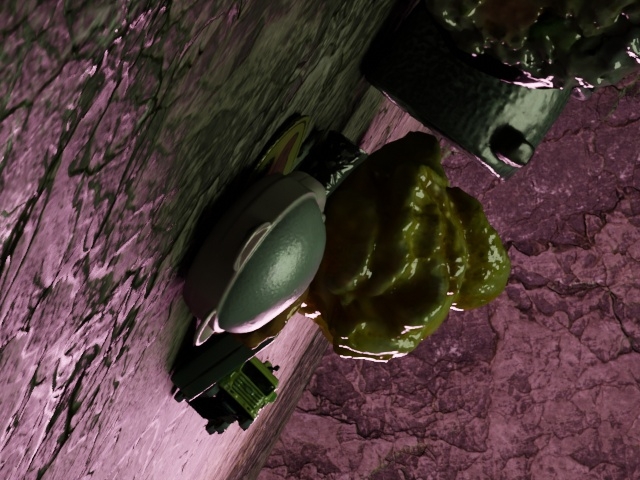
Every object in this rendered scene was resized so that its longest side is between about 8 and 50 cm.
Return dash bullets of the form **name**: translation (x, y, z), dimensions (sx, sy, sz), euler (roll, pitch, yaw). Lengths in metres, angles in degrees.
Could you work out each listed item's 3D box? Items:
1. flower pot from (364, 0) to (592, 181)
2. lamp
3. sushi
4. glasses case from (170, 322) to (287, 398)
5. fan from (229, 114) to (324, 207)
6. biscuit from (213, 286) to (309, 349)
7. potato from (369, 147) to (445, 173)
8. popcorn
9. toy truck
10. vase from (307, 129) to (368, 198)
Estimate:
- **flower pot**: translation (0.228, -0.258, 1.889), dimensions (0.283, 0.299, 0.299), euler (-52, 174, 3)
- **lamp**: translation (-0.052, 0.012, 1.539), dimensions (0.179, 0.108, 0.246), euler (-57, 175, 30)
- **sushi**: translation (0.286, -0.363, 1.642), dimensions (0.328, 0.328, 0.285), euler (113, -4, -47)
- **glasses case**: translation (-0.104, 0.122, 1.738), dimensions (0.184, 0.039, 0.078), euler (-38, -168, 41)
- **fan**: translation (-0.059, -0.061, 1.663), dimensions (0.229, 0.011, 0.335), euler (-63, 173, 34)
- **biscuit**: translation (-0.067, 0.062, 1.647), dimensions (0.133, 0.027, 0.184), euler (-45, -155, -17)
- **potato**: translation (0.091, -0.005, 2.268), dimensions (0.304, 0.216, 0.216), euler (-56, 173, -15)
- **popcorn**: translation (0.105, 0.012, 1.907), dimensions (0.290, 0.326, 0.321), euler (-141, -106, -82)
- **toy truck**: translation (-0.114, 0.186, 1.857), dimensions (0.100, 0.077, 0.169), euler (-49, -168, -25)
- **vase**: translation (-0.012, -0.054, 1.782), dimensions (0.167, 0.059, 0.059), euler (-54, 174, -2)
